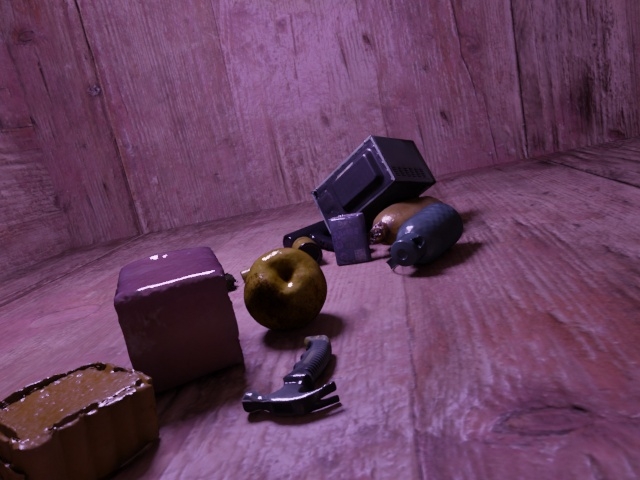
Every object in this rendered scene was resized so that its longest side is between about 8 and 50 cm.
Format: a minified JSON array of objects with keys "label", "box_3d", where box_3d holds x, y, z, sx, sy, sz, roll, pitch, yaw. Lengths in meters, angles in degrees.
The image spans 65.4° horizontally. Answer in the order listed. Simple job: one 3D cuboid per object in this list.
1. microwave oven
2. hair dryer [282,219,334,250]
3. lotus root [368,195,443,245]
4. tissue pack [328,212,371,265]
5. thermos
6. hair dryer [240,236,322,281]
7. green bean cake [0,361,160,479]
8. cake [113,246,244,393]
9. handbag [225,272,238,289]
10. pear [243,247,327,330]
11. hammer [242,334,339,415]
[{"label":"microwave oven","box_3d":[0.191,-0.181,1.812,0.286,0.218,0.355,-6,-26,-46]},{"label":"hair dryer","box_3d":[0.000,0.000,1.869,0.197,0.089,0.251,-20,21,-32]},{"label":"lotus root","box_3d":[0.285,-0.060,1.666,0.343,0.151,0.169,-15,10,-33]},{"label":"tissue pack","box_3d":[0.096,-0.005,1.600,0.112,0.156,0.051,-9,8,17]},{"label":"thermos","box_3d":[0.289,0.000,1.452,0.286,0.145,0.182,-28,-12,-48]},{"label":"hair dryer","box_3d":[-0.137,0.070,1.694,0.279,0.090,0.135,-20,14,-7]},{"label":"green bean cake","box_3d":[-0.399,0.300,0.793,0.224,0.131,0.230,0,14,38]},{"label":"cake","box_3d":[-0.309,0.159,1.084,0.230,0.237,0.309,-16,14,-14]},{"label":"handbag","box_3d":[-0.310,0.134,1.632,0.072,0.047,0.111,-21,14,-14]},{"label":"pear","box_3d":[-0.083,0.121,1.175,0.197,0.197,0.197,-12,12,3]},{"label":"hammer","box_3d":[-0.026,0.238,0.903,0.159,0.041,0.226,-8,13,19]}]
